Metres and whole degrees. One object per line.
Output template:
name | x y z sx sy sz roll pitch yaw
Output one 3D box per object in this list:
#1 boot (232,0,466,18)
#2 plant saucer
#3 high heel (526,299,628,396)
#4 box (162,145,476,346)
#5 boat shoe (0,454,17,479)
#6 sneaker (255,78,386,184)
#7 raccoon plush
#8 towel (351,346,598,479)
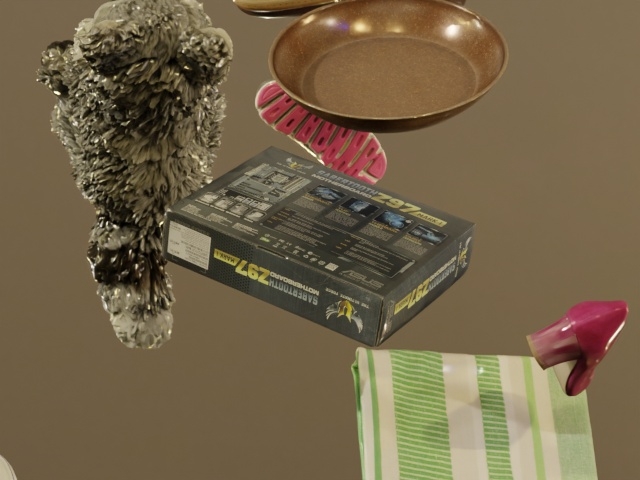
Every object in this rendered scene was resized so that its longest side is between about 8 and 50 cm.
boot | 0.030 -0.199 1.508 0.248 0.090 0.207 -18 -35 -19
plant saucer | 0.056 -0.142 1.340 0.199 0.198 0.036 4 -51 9
high heel | 0.317 0.117 1.866 0.117 0.082 0.244 -24 -23 12
box | 0.000 0.000 1.482 0.233 0.183 0.059 22 -57 23
boat shoe | -0.298 0.256 1.318 0.095 0.258 0.084 -1 -50 -3
sneaker | -0.002 -0.120 1.700 0.170 0.063 0.075 32 10 -22
raccoon plush | -0.171 -0.086 1.813 0.216 0.446 0.299 -17 10 -12
towel | 0.203 0.254 2.059 0.325 0.247 0.038 5 -30 -18
